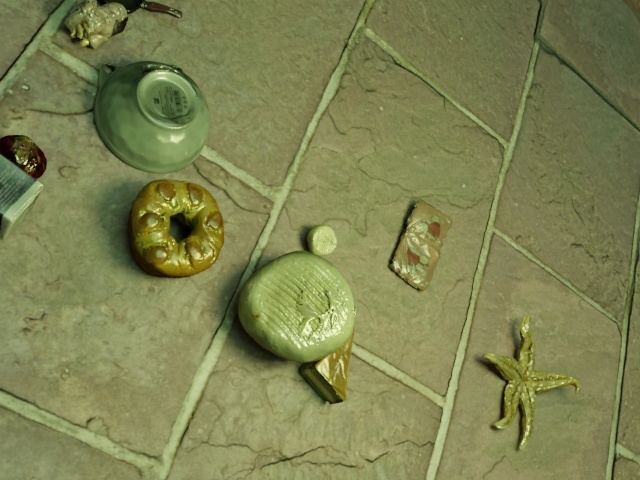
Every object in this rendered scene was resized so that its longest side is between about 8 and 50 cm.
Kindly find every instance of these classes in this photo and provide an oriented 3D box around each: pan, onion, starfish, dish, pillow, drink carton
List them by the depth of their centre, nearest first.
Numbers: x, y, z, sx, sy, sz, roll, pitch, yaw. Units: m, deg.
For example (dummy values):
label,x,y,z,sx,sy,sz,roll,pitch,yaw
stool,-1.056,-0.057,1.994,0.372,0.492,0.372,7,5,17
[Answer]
label,x,y,z,sx,sy,sz,roll,pitch,yaw
drink carton,-0.660,-0.117,1.258,0.222,0.134,0.101,39,60,-16
onion,-0.609,-0.164,1.337,0.107,0.097,0.107,44,17,-17
dish,-0.368,-0.305,1.519,0.303,0.120,0.302,10,70,-30
pan,-0.441,-0.583,1.611,0.212,0.040,0.114,18,64,-19
pillow,0.283,0.012,1.875,0.135,0.049,0.248,33,63,-18
starfish,0.600,0.406,1.916,0.327,0.094,0.374,0,80,-22

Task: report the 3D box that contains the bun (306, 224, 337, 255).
label,x,y,z,sx,sy,sz,roll,pitch,yaw
bun,0.000,0.000,1.693,0.086,0.055,0.086,1,87,-29

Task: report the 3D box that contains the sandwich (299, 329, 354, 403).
label,x,y,z,sx,sy,sz,roll,pitch,yaw
sandwich,0.046,0.299,1.608,0.113,0.079,0.163,53,53,-10

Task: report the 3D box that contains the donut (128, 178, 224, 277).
label,x,y,z,sx,sy,sz,roll,pitch,yaw
donut,-0.318,-0.023,1.459,0.227,0.114,0.226,11,68,-29

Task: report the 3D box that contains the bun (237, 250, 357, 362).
label,x,y,z,sx,sy,sz,roll,pitch,yaw
bun,-0.053,0.162,1.537,0.273,0.168,0.272,8,64,-16

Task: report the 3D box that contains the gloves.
label,x,y,z,sx,sy,sz,roll,pitch,yaw
gloves,-0.512,-0.502,1.507,0.094,0.110,0.144,55,25,4
